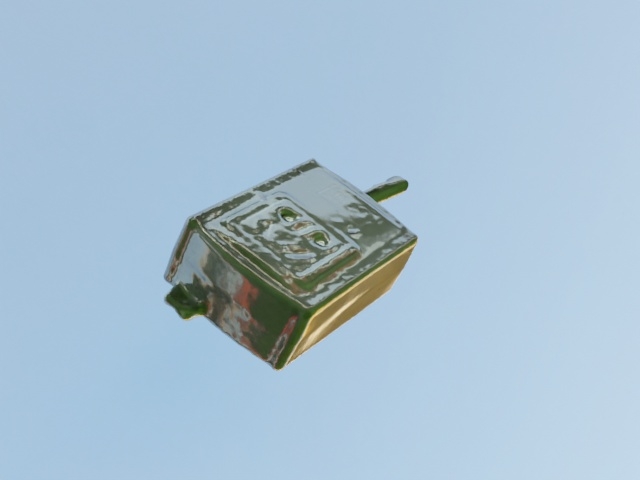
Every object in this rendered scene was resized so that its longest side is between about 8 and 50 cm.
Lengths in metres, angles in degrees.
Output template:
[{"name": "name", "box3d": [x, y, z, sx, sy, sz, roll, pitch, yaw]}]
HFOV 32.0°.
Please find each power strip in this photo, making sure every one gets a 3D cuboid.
[{"name": "power strip", "box3d": [0.000, 0.000, 0.547, 0.175, 0.075, 0.042, -32, -26, -52]}]
